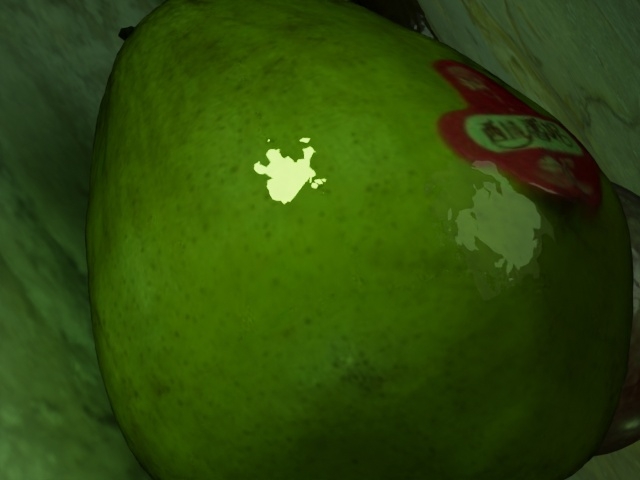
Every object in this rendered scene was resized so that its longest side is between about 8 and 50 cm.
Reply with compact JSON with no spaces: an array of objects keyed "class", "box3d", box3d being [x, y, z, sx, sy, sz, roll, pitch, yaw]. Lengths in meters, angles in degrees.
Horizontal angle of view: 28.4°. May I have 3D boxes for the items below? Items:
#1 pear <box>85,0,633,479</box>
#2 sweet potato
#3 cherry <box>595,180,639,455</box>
[{"class":"pear","box3d":[0.000,0.000,0.698,0.375,0.287,0.287,48,21,21]},{"class":"sweet potato","box3d":[0.068,-0.253,1.301,0.081,0.062,0.233,48,21,-58]},{"class":"cherry","box3d":[0.203,0.058,1.053,0.285,0.213,0.236,17,40,-43]}]
